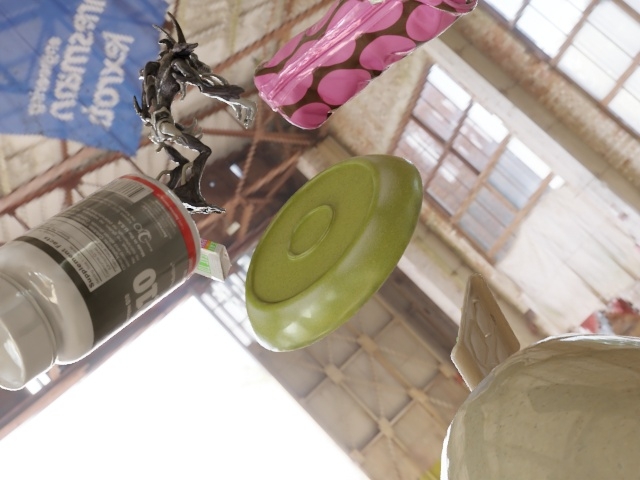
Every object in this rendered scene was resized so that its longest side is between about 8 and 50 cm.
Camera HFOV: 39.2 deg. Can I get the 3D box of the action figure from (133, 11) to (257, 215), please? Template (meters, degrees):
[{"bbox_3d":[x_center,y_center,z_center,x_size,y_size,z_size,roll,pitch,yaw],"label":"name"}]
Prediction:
[{"bbox_3d":[-0.184,-0.168,1.247,0.141,0.275,0.164,10,-14,-41],"label":"action figure"}]

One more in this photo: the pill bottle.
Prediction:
[{"bbox_3d":[-0.293,0.047,1.087,0.283,0.161,0.161,-40,-13,-43],"label":"pill bottle"}]

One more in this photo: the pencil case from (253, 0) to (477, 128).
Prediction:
[{"bbox_3d":[0.031,-0.179,0.795,0.209,0.095,0.098,-36,8,35],"label":"pencil case"}]

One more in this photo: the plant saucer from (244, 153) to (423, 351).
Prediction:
[{"bbox_3d":[0.000,0.000,0.912,0.241,0.037,0.241,-38,29,25],"label":"plant saucer"}]

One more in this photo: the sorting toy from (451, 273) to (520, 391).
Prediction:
[{"bbox_3d":[0.278,0.188,1.524,0.038,0.193,0.208,-18,28,30],"label":"sorting toy"}]

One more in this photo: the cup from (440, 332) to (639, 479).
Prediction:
[{"bbox_3d":[0.218,0.198,0.624,0.331,0.237,0.331,-15,-54,-21],"label":"cup"}]

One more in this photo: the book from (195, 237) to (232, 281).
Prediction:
[{"bbox_3d":[-0.227,0.015,1.515,0.096,0.144,0.035,86,-157,-62],"label":"book"}]
